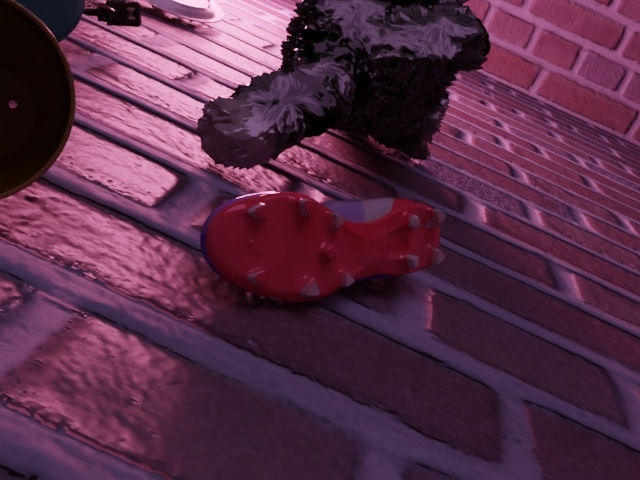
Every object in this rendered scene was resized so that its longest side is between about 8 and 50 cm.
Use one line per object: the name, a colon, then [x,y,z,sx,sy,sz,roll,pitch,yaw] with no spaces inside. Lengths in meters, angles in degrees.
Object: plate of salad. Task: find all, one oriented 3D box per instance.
plate of salad: [-0.275,-0.444,1.289,0.200,0.048,0.200,22,33,-15]

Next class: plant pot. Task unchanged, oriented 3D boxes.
plant pot: [-0.232,-0.091,0.470,0.134,0.134,0.095,18,-2,-16]

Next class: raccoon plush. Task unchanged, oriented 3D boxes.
raccoon plush: [0.010,-0.171,0.902,0.446,0.299,0.216,-29,67,-24]

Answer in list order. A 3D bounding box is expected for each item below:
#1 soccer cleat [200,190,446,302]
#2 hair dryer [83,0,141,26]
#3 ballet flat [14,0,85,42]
soccer cleat: [0.000,0.000,0.567,0.248,0.083,0.095,-5,7,-42]
hair dryer: [-0.355,-0.350,0.848,0.293,0.080,0.223,8,-8,-11]
ballet flat: [-0.361,-0.207,0.560,0.182,0.164,0.483,8,25,1]
